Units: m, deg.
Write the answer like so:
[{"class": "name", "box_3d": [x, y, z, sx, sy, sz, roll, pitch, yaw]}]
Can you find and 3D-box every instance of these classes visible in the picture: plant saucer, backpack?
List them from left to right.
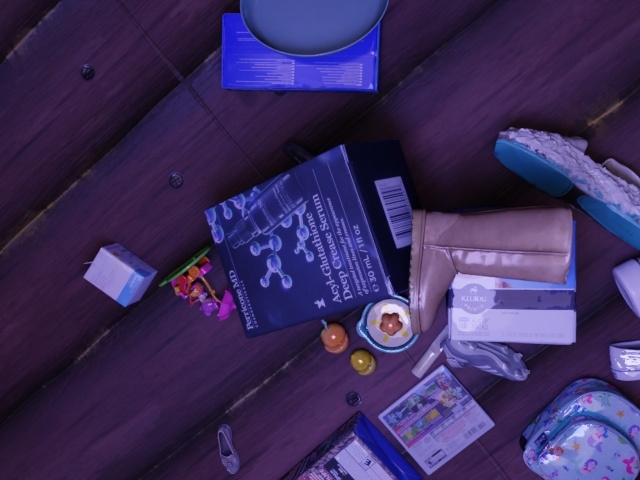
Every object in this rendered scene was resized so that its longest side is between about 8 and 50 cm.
[{"class": "plant saucer", "box_3d": [-0.011, -0.505, 1.540, 0.317, 0.044, 0.318, -3, 65, 6]}, {"class": "backpack", "box_3d": [0.581, 0.434, 1.559, 0.225, 0.191, 0.253, 40, 96, 4]}]

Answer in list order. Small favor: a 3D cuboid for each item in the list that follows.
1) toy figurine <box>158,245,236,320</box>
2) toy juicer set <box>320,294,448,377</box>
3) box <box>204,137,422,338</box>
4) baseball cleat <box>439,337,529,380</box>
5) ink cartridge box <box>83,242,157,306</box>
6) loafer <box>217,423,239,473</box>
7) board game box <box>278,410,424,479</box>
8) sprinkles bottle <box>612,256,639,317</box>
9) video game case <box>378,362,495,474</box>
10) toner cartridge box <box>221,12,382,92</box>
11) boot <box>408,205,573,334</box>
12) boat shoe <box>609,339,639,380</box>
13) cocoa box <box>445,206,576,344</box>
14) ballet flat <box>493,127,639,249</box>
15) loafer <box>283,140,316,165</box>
[{"class": "toy figurine", "box_3d": [-0.274, 0.122, 1.701, 0.173, 0.130, 0.159, -32, 101, 33]}, {"class": "toy juicer set", "box_3d": [0.151, 0.222, 1.644, 0.328, 0.089, 0.209, 16, 99, 6]}, {"class": "box", "box_3d": [0.000, 0.000, 1.486, 0.395, 0.212, 0.294, -22, 86, 38]}, {"class": "baseball cleat", "box_3d": [0.364, 0.264, 1.633, 0.205, 0.072, 0.109, 32, 140, -12]}, {"class": "ink cartridge box", "box_3d": [-0.481, 0.075, 1.727, 0.143, 0.092, 0.090, 35, 101, 3]}, {"class": "loafer", "box_3d": [-0.229, 0.511, 1.766, 0.045, 0.039, 0.125, -12, 95, 10]}, {"class": "board game box", "box_3d": [0.057, 0.588, 1.678, 0.291, 0.141, 0.232, -43, 89, 11]}, {"class": "sprinkles bottle", "box_3d": [0.796, 0.032, 1.500, 0.355, 0.121, 0.121, -28, 92, 11]}, {"class": "video game case", "box_3d": [0.267, 0.415, 1.684, 0.201, 0.023, 0.183, -41, 89, 12]}, {"class": "toner cartridge box", "box_3d": [-0.041, -0.412, 1.605, 0.347, 0.075, 0.165, 3, 98, 9]}, {"class": "boot", "box_3d": [0.288, 0.055, 1.250, 0.269, 0.089, 0.236, 3, 96, 9]}, {"class": "boat shoe", "box_3d": [0.751, 0.235, 1.546, 0.258, 0.095, 0.084, -13, 99, 9]}, {"class": "cocoa box", "box_3d": [0.368, 0.054, 1.457, 0.231, 0.347, 0.228, 1, 96, 10]}, {"class": "ballet flat", "box_3d": [0.556, -0.134, 1.533, 0.408, 0.147, 0.147, 35, 101, 1]}, {"class": "loafer", "box_3d": [-0.003, -0.135, 1.632, 0.223, 0.076, 0.078, 41, 94, -1]}]
